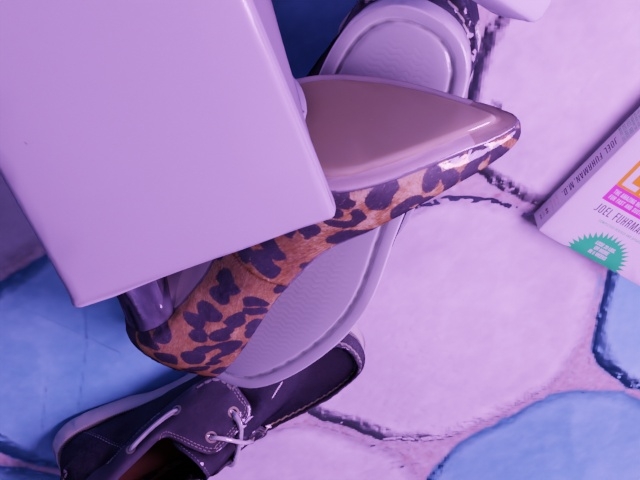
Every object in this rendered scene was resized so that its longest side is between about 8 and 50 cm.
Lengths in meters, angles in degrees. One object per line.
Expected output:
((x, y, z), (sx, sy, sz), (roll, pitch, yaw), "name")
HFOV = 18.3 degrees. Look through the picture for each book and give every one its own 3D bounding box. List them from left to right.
((0.223, -0.042, 1.307), (0.096, 0.035, 0.144), (26, 122, -28), "book")

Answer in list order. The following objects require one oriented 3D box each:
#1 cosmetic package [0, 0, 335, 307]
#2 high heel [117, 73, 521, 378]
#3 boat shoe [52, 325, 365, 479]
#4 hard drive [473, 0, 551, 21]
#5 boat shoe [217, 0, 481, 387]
((-0.131, -0.180, 0.960), (0.156, 0.217, 0.385), (-19, 131, 3), "cosmetic package")
((0.000, 0.000, 1.147), (0.261, 0.093, 0.186), (-10, 138, 12), "high heel")
((-0.069, 0.128, 1.347), (0.233, 0.079, 0.084), (-27, 131, 7), "boat shoe")
((0.049, -0.244, 0.926), (0.307, 0.040, 0.203), (21, 86, -54), "hard drive")
((0.011, -0.034, 1.208), (0.114, 0.091, 0.302), (35, 123, -4), "boat shoe")
